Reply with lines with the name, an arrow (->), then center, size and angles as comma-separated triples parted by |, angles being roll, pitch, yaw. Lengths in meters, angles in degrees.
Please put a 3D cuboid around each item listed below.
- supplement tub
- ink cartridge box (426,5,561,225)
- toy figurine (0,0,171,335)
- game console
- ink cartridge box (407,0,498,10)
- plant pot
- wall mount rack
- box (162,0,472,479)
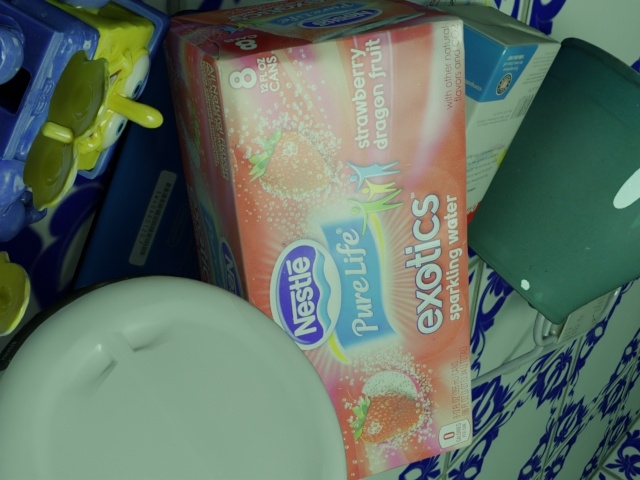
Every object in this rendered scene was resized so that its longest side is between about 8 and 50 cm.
supplement tub -> -0.138, 0.167, 0.537 | 0.193, 0.194, 0.316 | -30, 171, -41
ink cartridge box -> 0.103, -0.079, 0.774 | 0.134, 0.078, 0.231 | -21, 140, -55
toy figurine -> -0.155, -0.123, 0.468 | 0.363, 0.191, 0.217 | -64, 178, 12
game console -> -0.070, -0.023, 0.740 | 0.250, 0.173, 0.293 | 16, 104, -27
ink cartridge box -> 0.089, -0.203, 0.784 | 0.104, 0.061, 0.181 | -58, 150, -1
plant pot -> 0.298, -0.050, 1.060 | 0.255, 0.272, 0.271 | -47, 151, 8
wall mount rack -> 0.341, 0.115, 1.387 | 0.350, 0.130, 0.304 | -5, 116, -55
box -> 0.000, 0.000, 0.596 | 0.154, 0.142, 0.300 | -13, 116, -17
